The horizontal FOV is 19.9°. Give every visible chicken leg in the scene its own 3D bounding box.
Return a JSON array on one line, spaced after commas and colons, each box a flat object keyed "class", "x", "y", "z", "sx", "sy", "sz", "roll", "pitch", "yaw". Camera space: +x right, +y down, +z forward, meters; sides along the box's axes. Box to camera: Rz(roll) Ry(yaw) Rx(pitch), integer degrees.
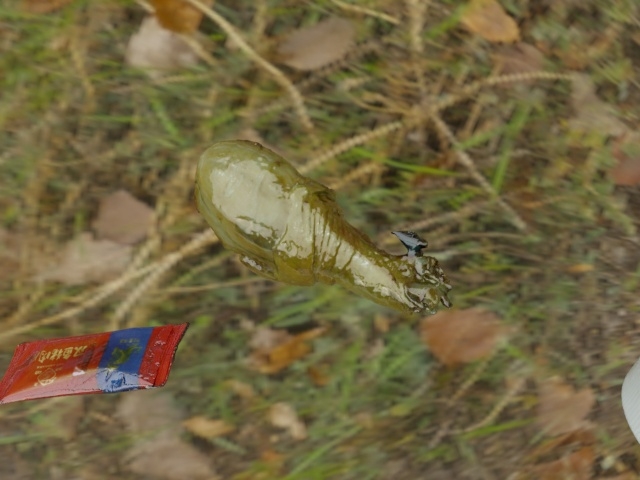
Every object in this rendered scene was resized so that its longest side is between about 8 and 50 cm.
[{"class": "chicken leg", "x": 0.000, "y": 0.000, "z": 1.428, "sx": 0.227, "sy": 0.103, "sz": 0.088, "roll": 28, "pitch": 54, "yaw": 2}]

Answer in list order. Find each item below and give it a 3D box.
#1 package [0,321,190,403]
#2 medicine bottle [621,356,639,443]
[{"class": "package", "x": -0.223, "y": 0.118, "z": 1.751, "sx": 0.200, "sy": 0.022, "sz": 0.083, "roll": -9, "pitch": 42, "yaw": 24}, {"class": "medicine bottle", "x": 0.445, "y": 0.087, "z": 1.703, "sx": 0.245, "sy": 0.245, "sz": 0.306, "roll": 43, "pitch": 126, "yaw": 15}]
